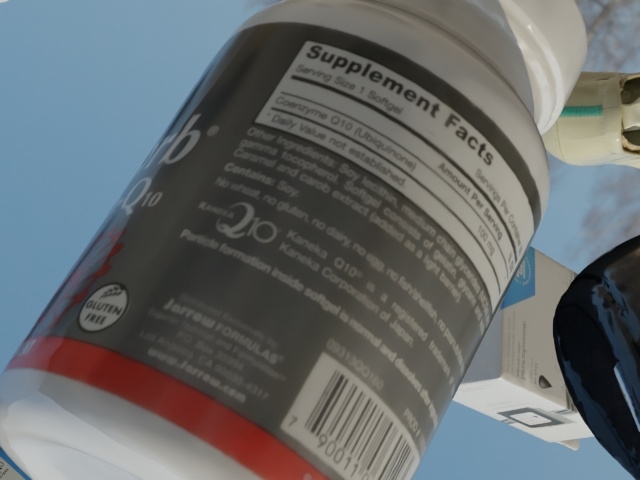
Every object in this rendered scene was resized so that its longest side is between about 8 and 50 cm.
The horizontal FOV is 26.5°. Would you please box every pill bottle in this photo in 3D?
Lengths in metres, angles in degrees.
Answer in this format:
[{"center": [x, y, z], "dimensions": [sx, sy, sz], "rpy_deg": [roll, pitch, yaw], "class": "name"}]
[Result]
[{"center": [0.000, 0.000, 0.747], "dimensions": [0.210, 0.210, 0.363], "rpy_deg": [32, -115, -4], "class": "pill bottle"}]

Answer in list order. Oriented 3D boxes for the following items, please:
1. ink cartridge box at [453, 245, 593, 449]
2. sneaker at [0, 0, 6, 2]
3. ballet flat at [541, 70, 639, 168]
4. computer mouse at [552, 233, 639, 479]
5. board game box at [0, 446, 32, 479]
[{"center": [0.153, 0.074, 0.936], "dimensions": [0.180, 0.060, 0.104], "rpy_deg": [26, -121, -42], "class": "ink cartridge box"}, {"center": [-0.428, -0.387, 1.504], "dimensions": [0.296, 0.104, 0.147], "rpy_deg": [50, -173, 39], "class": "sneaker"}, {"center": [0.251, -0.088, 0.977], "dimensions": [0.248, 0.086, 0.086], "rpy_deg": [-9, -131, -46], "class": "ballet flat"}, {"center": [0.174, 0.051, 0.356], "dimensions": [0.184, 0.060, 0.262], "rpy_deg": [-13, -144, -1], "class": "computer mouse"}, {"center": [-0.409, 0.338, 1.294], "dimensions": [0.086, 0.308, 0.302], "rpy_deg": [46, -114, -10], "class": "board game box"}]
